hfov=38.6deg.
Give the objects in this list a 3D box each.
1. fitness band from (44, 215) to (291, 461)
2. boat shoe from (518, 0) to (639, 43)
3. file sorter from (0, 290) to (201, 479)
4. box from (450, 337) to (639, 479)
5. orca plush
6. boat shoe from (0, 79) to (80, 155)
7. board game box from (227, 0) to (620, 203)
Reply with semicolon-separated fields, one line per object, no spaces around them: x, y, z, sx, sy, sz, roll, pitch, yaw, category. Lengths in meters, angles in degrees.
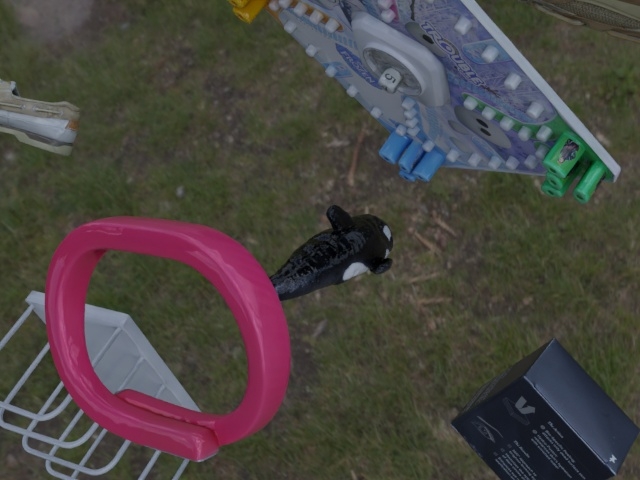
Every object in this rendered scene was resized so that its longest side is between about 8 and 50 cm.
-0.149;0.083;0.840;0.291;0.054;0.209;7;102;37;fitness band
0.226;-0.261;0.866;0.341;0.110;0.122;19;73;-15;boat shoe
-0.315;0.235;1.265;0.193;0.278;0.173;9;51;33;file sorter
0.278;0.233;1.137;0.156;0.158;0.093;48;47;5;box
0.000;0.000;1.276;0.287;0.102;0.151;-17;19;-34;orca plush
-0.618;-0.262;1.773;0.302;0.113;0.103;19;96;-16;boat shoe
0.080;-0.187;1.008;0.050;0.390;0.390;-53;24;-10;board game box
